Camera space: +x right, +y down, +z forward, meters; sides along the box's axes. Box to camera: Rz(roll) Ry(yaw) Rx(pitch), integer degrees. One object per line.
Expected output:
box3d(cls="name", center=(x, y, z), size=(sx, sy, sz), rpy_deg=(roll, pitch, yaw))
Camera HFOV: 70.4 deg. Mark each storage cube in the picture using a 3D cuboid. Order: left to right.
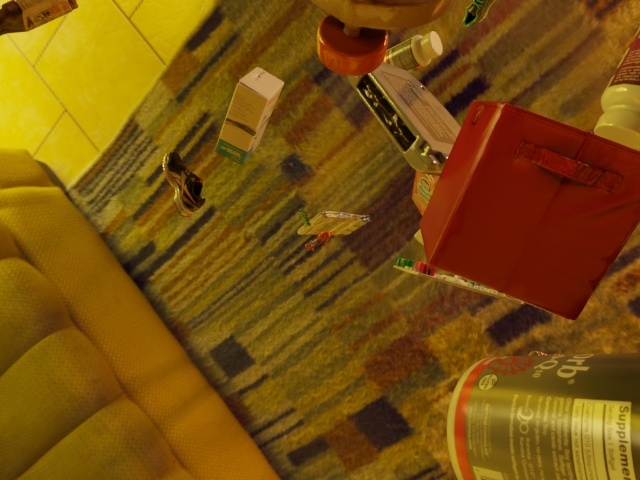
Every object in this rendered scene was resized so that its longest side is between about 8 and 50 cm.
box3d(cls="storage cube", center=(0.246, -0.049, 0.561), size=(0.183, 0.215, 0.193), rpy_deg=(21, 110, 2))

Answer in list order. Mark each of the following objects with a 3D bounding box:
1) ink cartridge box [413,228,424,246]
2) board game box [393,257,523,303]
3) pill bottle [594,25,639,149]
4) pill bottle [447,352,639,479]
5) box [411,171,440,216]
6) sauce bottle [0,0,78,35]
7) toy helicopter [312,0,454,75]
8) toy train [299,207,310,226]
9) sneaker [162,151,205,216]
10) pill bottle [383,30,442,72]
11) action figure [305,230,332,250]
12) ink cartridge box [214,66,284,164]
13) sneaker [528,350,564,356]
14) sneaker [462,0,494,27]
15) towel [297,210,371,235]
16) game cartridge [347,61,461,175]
box3d(cls="ink cartridge box", center=(0.477, -0.015, 1.773), size=(0.171, 0.235, 0.056), rpy_deg=(44, 67, 9))
box3d(cls="board game box", center=(0.500, 0.141, 1.708), size=(0.390, 0.390, 0.050), rpy_deg=(16, 90, -1))
box3d(cls="pill bottle", center=(0.808, -0.386, 1.114), size=(0.169, 0.169, 0.301), rpy_deg=(28, 92, 12))
box3d(cls="pill bottle", center=(0.341, 0.231, 0.499), size=(0.363, 0.210, 0.210), rpy_deg=(-24, 92, 55))
box3d(cls="box", center=(0.390, -0.132, 1.081), size=(0.300, 0.142, 0.154), rpy_deg=(-14, 52, -8))
box3d(cls="sauce bottle", center=(-0.396, -0.307, 0.610), size=(0.128, 0.042, 0.042), rpy_deg=(-34, 88, -12))
box3d(cls="toy helicopter", center=(0.027, -0.380, 0.538), size=(0.235, 0.140, 0.355), rpy_deg=(-34, 70, -16))
box3d(cls="toy train", center=(-0.065, -0.094, 1.857), size=(0.023, 0.017, 0.083), rpy_deg=(-13, 107, 35))
box3d(cls="sneaker", center=(-0.344, -0.153, 1.179), size=(0.077, 0.072, 0.178), rpy_deg=(-25, 82, 13))
box3d(cls="pill bottle", center=(0.317, -0.636, 1.551), size=(0.180, 0.108, 0.108), rpy_deg=(-11, 97, 44))
box3d(cls="action figure", center=(0.000, 0.000, 1.344), size=(0.115, 0.038, 0.030), rpy_deg=(-38, 45, 43))
box3d(cls="ink cartridge box", center=(-0.184, -0.322, 1.175), size=(0.086, 0.148, 0.203), rpy_deg=(28, 127, -6))
box3d(cls="sneaker", center=(0.626, 0.337, 1.224), size=(0.119, 0.047, 0.057), rpy_deg=(8, 134, 35))
box3d(cls="sneaker", center=(0.446, -0.661, 1.260), size=(0.065, 0.166, 0.076), rpy_deg=(41, 72, 13))
box3d(cls="towel", center=(0.062, -0.066, 2.004), size=(0.209, 0.285, 0.034), rpy_deg=(-34, 62, 45))
box3d(cls="game cartridge", center=(0.188, -0.235, 0.878), size=(0.062, 0.198, 0.297), rpy_deg=(-48, 57, 33))
